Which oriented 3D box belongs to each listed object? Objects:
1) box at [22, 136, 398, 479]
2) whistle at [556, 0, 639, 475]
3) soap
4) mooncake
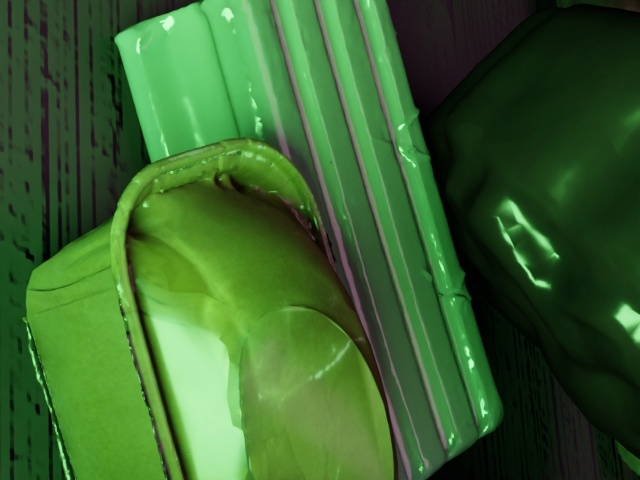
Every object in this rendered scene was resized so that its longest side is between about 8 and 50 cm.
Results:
[{"bbox_3d":[-0.027,0.057,0.502,0.111,0.111,0.177,-24,101,-57],"label":"box"},{"bbox_3d":[0.182,-0.020,0.900,0.068,0.057,0.326,38,45,-77],"label":"whistle"},{"bbox_3d":[0.000,0.000,0.604,0.119,0.066,0.198,-21,95,-60],"label":"soap"},{"bbox_3d":[0.162,0.025,0.681,0.141,0.283,0.283,-45,127,-4],"label":"mooncake"}]
